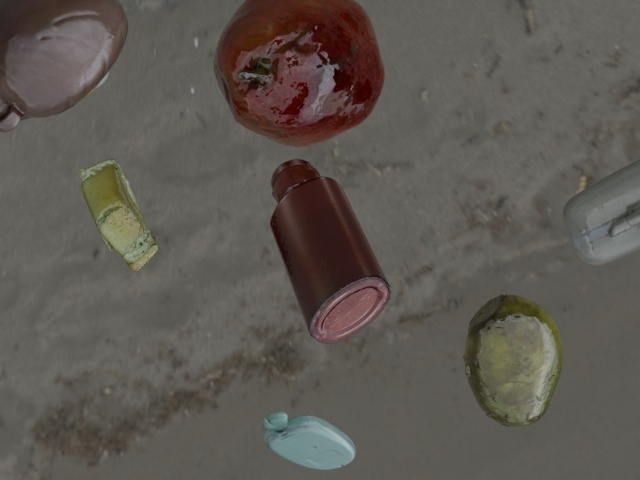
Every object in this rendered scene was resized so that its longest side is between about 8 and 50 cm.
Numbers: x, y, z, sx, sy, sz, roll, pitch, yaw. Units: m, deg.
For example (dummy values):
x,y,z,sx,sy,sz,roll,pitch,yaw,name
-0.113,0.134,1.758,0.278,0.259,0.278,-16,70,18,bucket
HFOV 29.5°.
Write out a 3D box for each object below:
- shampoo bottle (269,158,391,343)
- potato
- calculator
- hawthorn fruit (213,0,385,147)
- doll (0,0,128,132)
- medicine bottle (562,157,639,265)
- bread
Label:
x,y,z,sx,sy,sz,roll,pitch,yaw,name
0.000,0.000,1.373,0.102,0.260,0.064,-40,126,14,shampoo bottle
0.291,0.177,1.834,0.149,0.113,0.251,-6,122,10,potato
-0.017,0.262,1.586,0.095,0.021,0.153,-27,136,30,calculator
-0.039,-0.218,1.561,0.224,0.261,0.224,5,110,15,hawthorn fruit
-0.179,-0.157,0.866,0.188,0.145,0.096,-50,133,-12,doll
0.521,-0.086,1.632,0.375,0.282,0.123,-30,79,41,medicine bottle
-0.270,-0.034,1.623,0.064,0.156,0.117,-27,141,-1,bread
